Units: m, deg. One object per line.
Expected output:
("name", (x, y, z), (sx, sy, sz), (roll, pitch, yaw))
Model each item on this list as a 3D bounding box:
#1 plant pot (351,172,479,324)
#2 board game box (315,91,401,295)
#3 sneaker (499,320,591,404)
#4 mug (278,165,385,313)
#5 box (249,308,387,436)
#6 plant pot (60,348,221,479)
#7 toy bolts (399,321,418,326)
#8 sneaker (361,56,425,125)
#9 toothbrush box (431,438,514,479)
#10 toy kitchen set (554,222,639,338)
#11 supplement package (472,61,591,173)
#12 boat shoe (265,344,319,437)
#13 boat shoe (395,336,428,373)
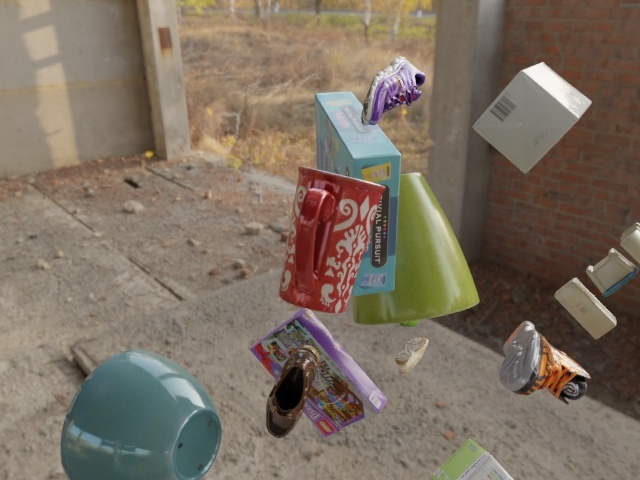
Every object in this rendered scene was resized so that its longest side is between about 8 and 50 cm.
("plant pot", (0.181, 0.009, 1.266), (0.275, 0.293, 0.275), (-10, 0, 0))
("board game box", (0.058, -0.100, 1.067), (0.079, 0.253, 0.336), (-7, 31, -8))
("sneaker", (0.493, 0.281, 1.246), (0.180, 0.124, 0.321), (38, 20, 11))
("mug", (-0.005, -0.002, 0.732), (0.150, 0.169, 0.113), (6, 10, -46))
("box", (-0.009, 0.318, 1.388), (0.201, 0.293, 0.057), (-38, 3, 38))
("plant pot", (-0.306, 0.366, 1.107), (0.195, 0.290, 0.290), (4, 23, 30))
("toy bolts", (0.243, 0.127, 1.715), (0.218, 0.158, 0.228), (-3, 20, -40))
("sneaker", (0.121, -0.238, 0.930), (0.071, 0.068, 0.170), (30, 54, 11))
("toothbrush box", (0.526, 0.837, 2.045), (0.206, 0.122, 0.283), (-42, -7, -6))
("toy kitchen set", (0.629, 0.082, 1.232), (0.122, 0.207, 0.166), (50, 28, 13))
("supplement package", (0.538, -0.318, 1.466), (0.175, 0.177, 0.293), (44, 34, 9))
("boat shoe", (-0.062, 0.291, 1.079), (0.073, 0.207, 0.073), (20, 24, 7))
("boat shoe", (0.299, 0.377, 1.904), (0.063, 0.059, 0.170), (13, 31, 39))
